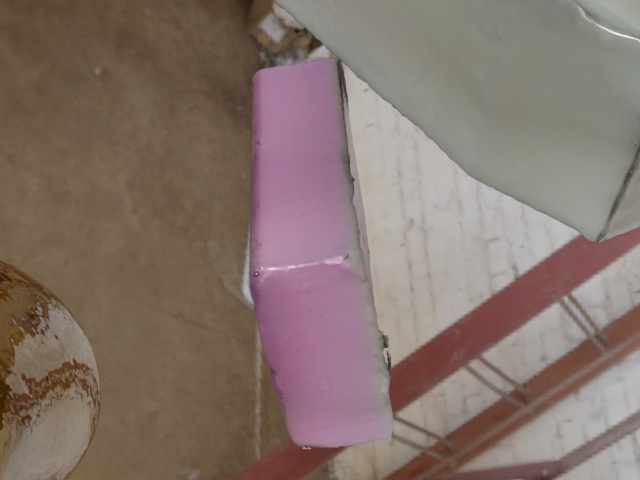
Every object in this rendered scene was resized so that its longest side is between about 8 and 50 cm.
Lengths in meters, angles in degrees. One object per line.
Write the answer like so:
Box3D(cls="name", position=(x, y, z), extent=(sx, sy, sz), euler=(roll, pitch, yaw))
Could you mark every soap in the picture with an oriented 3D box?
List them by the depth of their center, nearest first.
Box3D(cls="soap", position=(-0.002, 0.000, 0.693), extent=(0.259, 0.081, 0.181), euler=(-96, 176, -50))
Box3D(cls="soap", position=(0.197, -0.227, 0.806), extent=(0.350, 0.212, 0.435), euler=(-21, 53, -30))

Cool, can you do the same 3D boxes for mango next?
Box3D(cls="mango", position=(-0.305, 0.121, 0.702), extent=(0.264, 0.221, 0.378), euler=(33, -3, -10))
